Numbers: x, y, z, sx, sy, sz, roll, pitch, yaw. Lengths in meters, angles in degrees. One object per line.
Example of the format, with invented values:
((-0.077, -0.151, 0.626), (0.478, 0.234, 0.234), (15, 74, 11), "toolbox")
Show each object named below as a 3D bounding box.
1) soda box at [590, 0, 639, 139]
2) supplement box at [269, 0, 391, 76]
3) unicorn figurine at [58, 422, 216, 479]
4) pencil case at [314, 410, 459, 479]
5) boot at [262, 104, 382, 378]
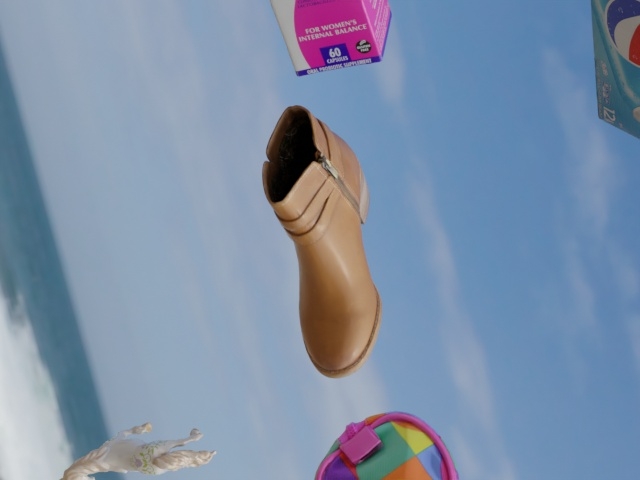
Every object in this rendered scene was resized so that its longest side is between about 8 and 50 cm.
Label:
((0.247, -0.173, 1.085), (0.067, 0.071, 0.210), (35, -28, 39), "soda box")
((-0.002, -0.318, 1.728), (0.114, 0.111, 0.220), (-77, 152, -50), "supplement box")
((-0.195, 0.225, 1.518), (0.162, 0.111, 0.060), (-22, -93, 38), "unicorn figurine")
((0.054, 0.187, 1.063), (0.236, 0.104, 0.104), (74, -2, -73), "pencil case")
((0.000, 0.000, 1.706), (0.220, 0.109, 0.283), (50, 45, -62), "boot")
